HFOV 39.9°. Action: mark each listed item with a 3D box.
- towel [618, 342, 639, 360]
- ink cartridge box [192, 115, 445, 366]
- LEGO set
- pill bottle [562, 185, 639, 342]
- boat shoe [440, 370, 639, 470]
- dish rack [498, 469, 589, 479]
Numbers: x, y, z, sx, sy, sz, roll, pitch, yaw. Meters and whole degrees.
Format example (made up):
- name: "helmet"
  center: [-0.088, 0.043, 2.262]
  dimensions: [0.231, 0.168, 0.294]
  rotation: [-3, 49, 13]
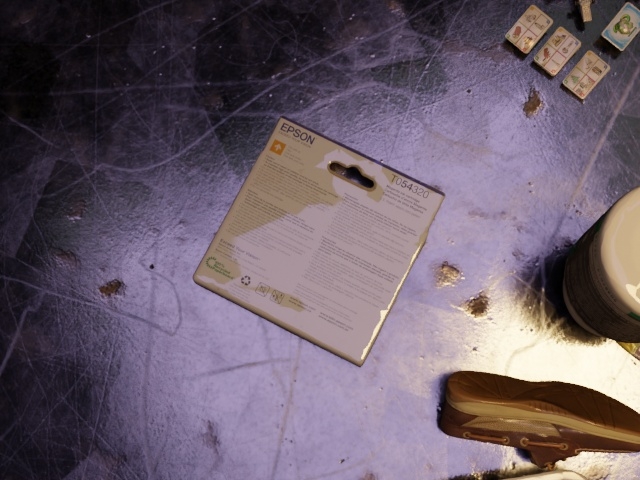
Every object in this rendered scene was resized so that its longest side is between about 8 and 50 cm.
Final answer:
- name: "towel"
  center: [0.551, 0.175, 1.497]
  dimensions: [0.083, 0.009, 0.060]
  rotation: [42, 84, 7]
- name: "ink cartridge box"
  center: [0.000, 0.000, 1.516]
  dimensions: [0.324, 0.071, 0.330]
  rotation: [27, 80, 7]
- name: "LEGO set"
  center: [0.474, -0.400, 1.579]
  dimensions: [0.182, 0.060, 0.244]
  rotation: [39, 92, 2]
- name: "pill bottle"
  center: [0.486, 0.049, 1.335]
  dimensions: [0.204, 0.361, 0.204]
  rotation: [-1, 78, 4]
- name: "boat shoe"
  center: [0.366, 0.308, 1.445]
  dimensions: [0.342, 0.123, 0.123]
  rotation: [9, 112, -2]
- name: "dish rack"
  center: [0.322, 0.550, 1.419]
  dimensions: [0.286, 0.072, 0.332]
  rotation: [-10, 81, 0]
